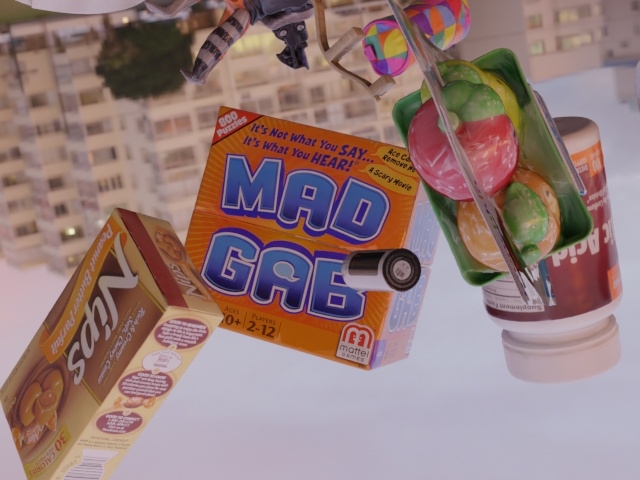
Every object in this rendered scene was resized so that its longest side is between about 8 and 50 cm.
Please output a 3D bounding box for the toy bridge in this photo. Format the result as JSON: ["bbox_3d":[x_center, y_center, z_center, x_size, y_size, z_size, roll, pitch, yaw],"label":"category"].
[{"bbox_3d":[0.034,-0.267,1.474,0.063,0.188,0.026,-38,164,30],"label":"toy bridge"}]

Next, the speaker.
[{"bbox_3d":[0.076,0.038,1.365,0.055,0.055,0.136,-14,-176,-20],"label":"speaker"}]

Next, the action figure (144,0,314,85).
[{"bbox_3d":[-0.090,-0.370,1.786,0.330,0.341,0.178,-32,-136,-5],"label":"action figure"}]

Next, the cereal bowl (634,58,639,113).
[{"bbox_3d":[0.685,-0.281,2.008,0.141,0.339,0.339,-13,-167,-1],"label":"cereal bowl"}]

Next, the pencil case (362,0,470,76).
[{"bbox_3d":[0.157,-0.337,1.738,0.104,0.104,0.236,0,-159,34],"label":"pencil case"}]

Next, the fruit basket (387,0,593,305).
[{"bbox_3d":[0.178,-0.087,1.117,0.165,0.327,0.353,-24,169,10],"label":"fruit basket"}]

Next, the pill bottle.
[{"bbox_3d":[0.361,0.016,1.720,0.224,0.392,0.224,-12,-166,3],"label":"pill bottle"}]

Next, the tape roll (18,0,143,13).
[{"bbox_3d":[-0.323,-0.427,1.388,0.246,0.169,0.246,10,-143,-8],"label":"tape roll"}]

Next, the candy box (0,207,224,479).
[{"bbox_3d":[-0.261,0.141,1.287,0.087,0.316,0.183,17,-152,-44],"label":"candy box"}]

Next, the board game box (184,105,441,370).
[{"bbox_3d":[0.000,0.000,1.874,0.356,0.357,0.356,15,-179,14],"label":"board game box"}]
